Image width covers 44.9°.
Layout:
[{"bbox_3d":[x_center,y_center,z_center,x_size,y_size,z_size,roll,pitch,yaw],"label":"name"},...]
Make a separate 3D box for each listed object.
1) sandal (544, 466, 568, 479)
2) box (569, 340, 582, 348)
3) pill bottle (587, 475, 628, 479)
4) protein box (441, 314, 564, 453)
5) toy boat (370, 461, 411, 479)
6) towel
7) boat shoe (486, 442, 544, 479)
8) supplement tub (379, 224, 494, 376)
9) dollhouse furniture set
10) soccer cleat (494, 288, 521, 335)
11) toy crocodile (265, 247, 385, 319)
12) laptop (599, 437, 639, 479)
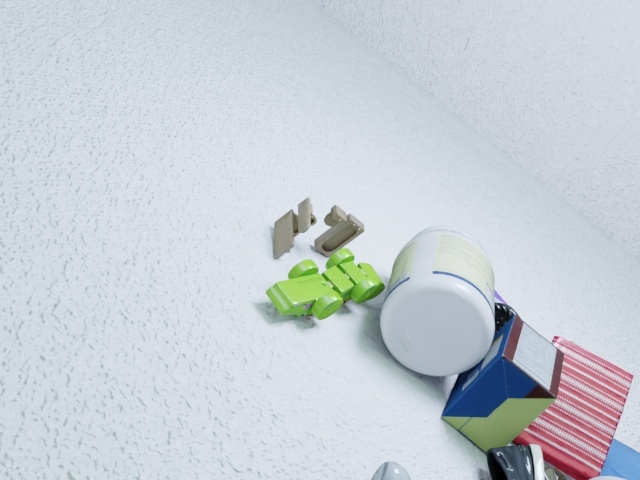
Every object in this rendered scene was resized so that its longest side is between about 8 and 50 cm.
[{"bbox_3d":[0.468,0.545,1.480,0.090,0.060,0.219,-10,67,-42],"label":"sandal"},{"bbox_3d":[0.569,0.340,1.851,0.094,0.113,0.275,46,30,14],"label":"box"},{"bbox_3d":[0.492,0.554,1.338,0.153,0.153,0.265,38,45,3],"label":"pill bottle"},{"bbox_3d":[0.380,0.297,1.602,0.136,0.200,0.201,39,27,5],"label":"protein box"},{"bbox_3d":[0.127,0.478,1.088,0.267,0.148,0.318,11,37,-40],"label":"toy boat"},{"bbox_3d":[0.548,0.365,1.682,0.199,0.031,0.275,28,65,8],"label":"towel"},{"bbox_3d":[0.334,0.485,1.363,0.113,0.127,0.340,8,35,9],"label":"boat shoe"},{"bbox_3d":[0.264,0.120,1.708,0.235,0.235,0.325,34,27,-4],"label":"supplement tub"},{"bbox_3d":[0.000,0.000,1.720,0.151,0.144,0.123,39,28,-29],"label":"dollhouse furniture set"},{"bbox_3d":[0.438,0.176,1.967,0.116,0.109,0.318,5,38,-51],"label":"soccer cleat"},{"bbox_3d":[0.017,0.102,1.616,0.115,0.105,0.340,48,34,21],"label":"toy crocodile"},{"bbox_3d":[0.782,0.529,1.682,0.382,0.408,0.236,29,62,-12],"label":"laptop"}]
